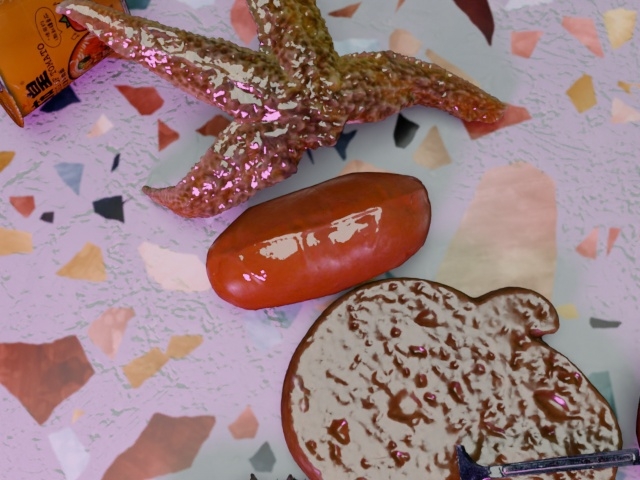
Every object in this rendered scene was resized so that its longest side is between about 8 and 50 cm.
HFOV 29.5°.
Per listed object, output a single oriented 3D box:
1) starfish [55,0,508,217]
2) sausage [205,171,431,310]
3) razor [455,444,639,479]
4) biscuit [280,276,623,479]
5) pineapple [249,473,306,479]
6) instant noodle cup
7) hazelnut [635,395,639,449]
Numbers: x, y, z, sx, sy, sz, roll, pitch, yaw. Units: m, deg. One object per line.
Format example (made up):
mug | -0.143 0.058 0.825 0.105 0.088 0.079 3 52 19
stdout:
starfish | -0.052 -0.182 1.342 0.398 0.132 0.384 -36 95 1
sausage | 0.000 0.000 1.329 0.258 0.133 0.133 -18 79 -4
razor | 0.240 0.237 1.266 0.190 0.033 0.066 -5 79 -3
biscuit | 0.148 0.184 1.323 0.367 0.063 0.314 32 78 7
pineapple | -0.097 0.307 1.294 0.197 0.108 0.108 -20 79 -11
instant noodle cup | -0.323 -0.260 1.362 0.172 0.216 0.216 -33 79 -13
hazelnut | 0.436 0.210 1.238 0.229 0.229 0.229 0 79 2
